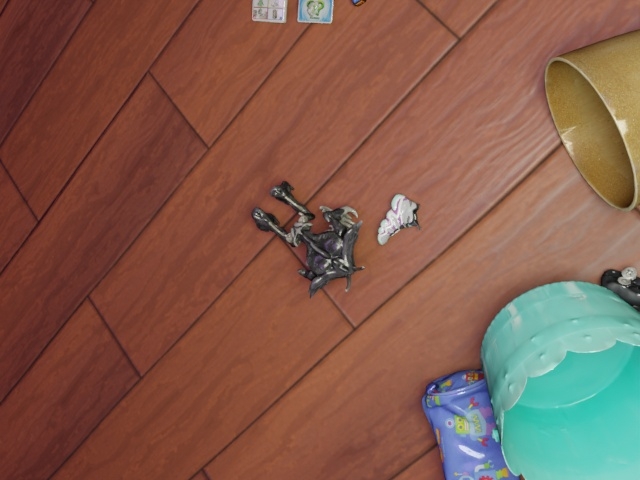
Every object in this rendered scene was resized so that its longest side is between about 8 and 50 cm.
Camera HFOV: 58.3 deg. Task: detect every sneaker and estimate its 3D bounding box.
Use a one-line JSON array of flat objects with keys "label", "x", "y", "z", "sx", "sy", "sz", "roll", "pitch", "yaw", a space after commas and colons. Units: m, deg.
[{"label": "sneaker", "x": 0.148, "y": -0.028, "z": 1.032, "sx": 0.069, "sy": 0.038, "sz": 0.098, "roll": 27, "pitch": 103, "yaw": 23}]

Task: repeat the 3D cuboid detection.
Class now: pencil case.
[{"label": "pencil case", "x": 0.254, "y": 0.370, "z": 0.945, "sx": 0.133, "sy": 0.119, "sz": 0.306, "roll": -12, "pitch": 85, "yaw": 2}]

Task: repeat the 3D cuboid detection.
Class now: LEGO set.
[{"label": "LEGO set", "x": -0.016, "y": -0.514, "z": 1.110, "sx": 0.244, "sy": 0.060, "sz": 0.182, "roll": 13, "pitch": 109, "yaw": 26}]

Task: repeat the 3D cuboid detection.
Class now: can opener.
[{"label": "can opener", "x": 0.503, "y": 0.090, "z": 0.843, "sx": 0.186, "sy": 0.059, "sz": 0.073, "roll": 19, "pitch": 143, "yaw": 40}]

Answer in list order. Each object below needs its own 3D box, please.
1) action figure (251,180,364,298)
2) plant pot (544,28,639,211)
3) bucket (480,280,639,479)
[{"label": "action figure", "x": 0.000, "y": 0.000, "z": 1.053, "sx": 0.275, "sy": 0.141, "sz": 0.164, "roll": 41, "pitch": 106, "yaw": 36}, {"label": "plant pot", "x": 0.481, "y": -0.202, "z": 0.784, "sx": 0.254, "sy": 0.237, "sz": 0.237, "roll": -27, "pitch": 79, "yaw": 9}, {"label": "bucket", "x": 0.364, "y": 0.204, "z": 0.800, "sx": 0.281, "sy": 0.183, "sz": 0.281, "roll": 0, "pitch": 115, "yaw": 1}]
